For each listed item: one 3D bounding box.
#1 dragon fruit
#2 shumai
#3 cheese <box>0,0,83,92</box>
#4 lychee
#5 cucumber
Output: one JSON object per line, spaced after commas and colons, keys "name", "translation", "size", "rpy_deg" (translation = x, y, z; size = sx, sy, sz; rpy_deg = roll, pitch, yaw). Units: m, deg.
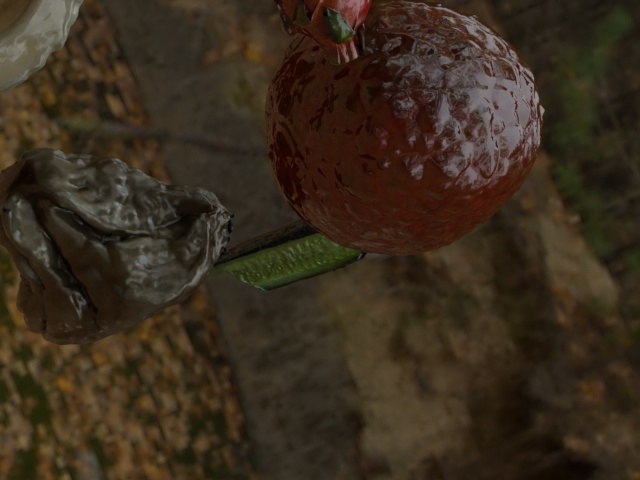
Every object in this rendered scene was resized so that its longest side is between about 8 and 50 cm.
{"name": "dragon fruit", "translation": [0.004, -0.194, 1.350], "size": [0.086, 0.081, 0.116], "rpy_deg": [-3, -63, 58]}
{"name": "shumai", "translation": [-0.232, 0.001, 1.638], "size": [0.185, 0.218, 0.183], "rpy_deg": [36, 59, -50]}
{"name": "cheese", "translation": [-0.392, -0.301, 1.608], "size": [0.332, 0.292, 0.153], "rpy_deg": [64, -5, -28]}
{"name": "lychee", "translation": [0.073, -0.102, 1.516], "size": [0.300, 0.255, 0.255], "rpy_deg": [-17, 84, -83]}
{"name": "cucumber", "translation": [0.000, 0.000, 1.717], "size": [0.046, 0.220, 0.070], "rpy_deg": [-96, 162, -49]}
